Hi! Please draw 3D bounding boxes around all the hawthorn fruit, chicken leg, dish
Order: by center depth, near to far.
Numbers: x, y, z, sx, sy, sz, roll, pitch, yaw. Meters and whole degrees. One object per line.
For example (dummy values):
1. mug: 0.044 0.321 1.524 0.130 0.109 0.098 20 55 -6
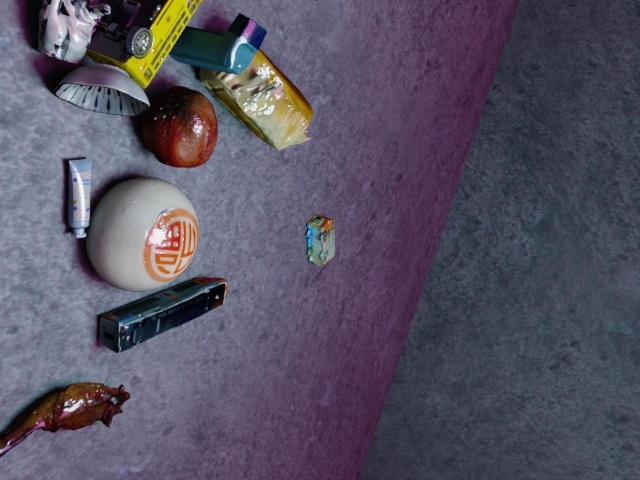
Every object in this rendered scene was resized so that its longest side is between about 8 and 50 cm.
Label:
1. dish: -0.433 -0.309 1.425 0.191 0.191 0.066 21 73 -63
2. chicken leg: -0.607 0.405 1.647 0.407 0.096 0.158 -15 140 -55
3. hawthorn fruit: -0.312 -0.246 1.670 0.181 0.181 0.235 -59 151 -22

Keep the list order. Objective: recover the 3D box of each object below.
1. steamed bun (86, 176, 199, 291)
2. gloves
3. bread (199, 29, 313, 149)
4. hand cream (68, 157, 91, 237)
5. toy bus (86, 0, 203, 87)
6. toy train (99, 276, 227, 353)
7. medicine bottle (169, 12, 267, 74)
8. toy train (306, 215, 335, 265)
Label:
1. steamed bun: -0.395 -0.006 1.665 0.283 0.177 0.283 -39 139 -44
2. gloves: -0.468 -0.446 1.335 0.127 0.111 0.212 11 101 -38
3. bread: -0.156 -0.387 1.829 0.183 0.236 0.388 -51 159 -2
4. hand cream: -0.520 -0.091 1.533 0.065 0.043 0.170 -24 123 -61
5. toy bus: -0.347 -0.492 1.480 0.330 0.144 0.152 -61 160 -12
6. toy train: -0.401 0.179 1.870 0.409 0.089 0.086 -24 125 -56
7. medicine bottle: -0.247 -0.441 1.570 0.079 0.258 0.124 14 92 -62
8. toy train: 0.000 0.000 2.507 0.099 0.072 0.188 -49 145 -46
